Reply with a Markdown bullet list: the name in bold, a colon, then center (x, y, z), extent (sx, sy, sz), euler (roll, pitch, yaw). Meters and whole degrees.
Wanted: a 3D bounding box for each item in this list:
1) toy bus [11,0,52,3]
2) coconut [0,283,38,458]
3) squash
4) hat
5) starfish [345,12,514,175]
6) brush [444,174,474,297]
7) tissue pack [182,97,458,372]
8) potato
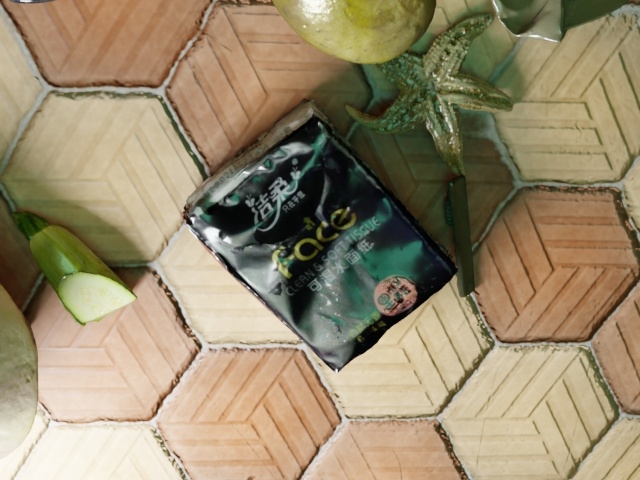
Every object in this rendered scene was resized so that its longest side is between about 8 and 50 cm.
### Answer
- **toy bus**: center (-0.274, -0.393, 1.377), extent (0.232, 0.287, 0.194), euler (-12, 115, -19)
- **coconut**: center (-0.504, 0.164, 1.580), extent (0.328, 0.329, 0.329), euler (-3, 113, -6)
- **squash**: center (-0.345, 0.036, 1.644), extent (0.090, 0.075, 0.200), euler (-28, 114, 33)
- **hat**: center (0.317, -0.358, 1.576), extent (0.173, 0.144, 0.166), euler (-29, 120, -43)
- **starfish**: center (0.154, -0.208, 1.623), extent (0.236, 0.062, 0.277), euler (-35, 108, 2)
- **brush**: center (0.195, -0.006, 1.720), extent (0.034, 0.027, 0.190), euler (-31, 125, -33)
- **tissue pack**: center (0.000, 0.000, 1.646), extent (0.245, 0.123, 0.332), euler (-40, 111, 7)
- **potato**: center (0.035, -0.341, 1.480), extent (0.229, 0.229, 0.266), euler (-26, 128, 4)
